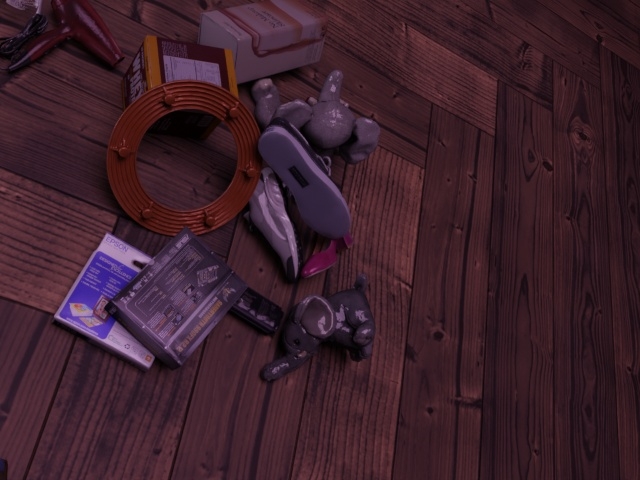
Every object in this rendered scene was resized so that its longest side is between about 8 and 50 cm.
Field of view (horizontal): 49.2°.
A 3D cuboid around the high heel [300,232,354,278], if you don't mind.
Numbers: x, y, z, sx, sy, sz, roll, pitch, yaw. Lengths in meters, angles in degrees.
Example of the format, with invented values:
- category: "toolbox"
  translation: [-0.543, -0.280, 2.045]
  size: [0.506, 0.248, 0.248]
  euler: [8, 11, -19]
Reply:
- category: "high heel"
  translation: [0.000, 0.000, 1.638]
  size: [0.117, 0.082, 0.244]
  euler: [59, 40, -7]

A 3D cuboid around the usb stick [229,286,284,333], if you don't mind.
- category: "usb stick"
  translation: [-0.203, 0.108, 1.505]
  size: [0.278, 0.045, 0.077]
  euler: [34, 48, -15]

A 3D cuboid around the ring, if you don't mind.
- category: "ring"
  translation: [-0.273, -0.165, 1.465]
  size: [0.337, 0.032, 0.336]
  euler: [-10, 114, -24]

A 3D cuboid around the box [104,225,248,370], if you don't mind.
- category: "box"
  translation: [-0.280, 0.111, 1.391]
  size: [0.183, 0.056, 0.231]
  euler: [45, 54, -10]

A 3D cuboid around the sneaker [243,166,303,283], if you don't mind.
- category: "sneaker"
  translation: [-0.109, -0.028, 1.608]
  size: [0.108, 0.100, 0.271]
  euler: [-20, 89, 2]

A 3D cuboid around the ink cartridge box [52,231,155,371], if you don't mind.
- category: "ink cartridge box"
  translation: [-0.385, 0.121, 1.383]
  size: [0.206, 0.045, 0.208]
  euler: [33, 57, -17]

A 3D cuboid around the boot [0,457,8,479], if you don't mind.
- category: "boot"
  translation: [-0.609, 0.400, 1.114]
  size: [0.219, 0.082, 0.106]
  euler: [12, 41, -23]

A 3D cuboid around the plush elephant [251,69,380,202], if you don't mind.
- category: "plush elephant"
  translation: [-0.008, -0.284, 1.672]
  size: [0.272, 0.255, 0.329]
  euler: [16, 61, -26]

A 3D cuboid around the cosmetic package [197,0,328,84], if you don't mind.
- category: "cosmetic package"
  translation: [-0.142, -0.502, 1.737]
  size: [0.296, 0.129, 0.153]
  euler: [-28, 57, -38]

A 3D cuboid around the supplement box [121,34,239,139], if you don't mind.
- category: "supplement box"
  translation: [-0.313, -0.330, 1.540]
  size: [0.194, 0.191, 0.129]
  euler: [2, 70, -32]

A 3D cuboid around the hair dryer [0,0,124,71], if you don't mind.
- category: "hair dryer"
  translation: [-0.574, -0.443, 1.521]
  size: [0.294, 0.080, 0.223]
  euler: [9, 80, -23]

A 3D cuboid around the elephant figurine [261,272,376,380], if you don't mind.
- category: "elephant figurine"
  translation: [-0.010, 0.189, 1.533]
  size: [0.240, 0.169, 0.186]
  euler: [3, 37, -15]

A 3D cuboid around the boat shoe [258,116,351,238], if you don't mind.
- category: "boat shoe"
  translation: [-0.027, -0.141, 1.575]
  size: [0.306, 0.113, 0.105]
  euler: [48, 33, -21]
